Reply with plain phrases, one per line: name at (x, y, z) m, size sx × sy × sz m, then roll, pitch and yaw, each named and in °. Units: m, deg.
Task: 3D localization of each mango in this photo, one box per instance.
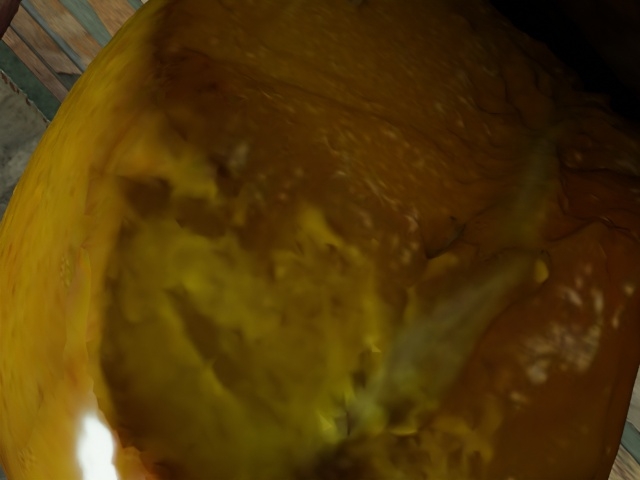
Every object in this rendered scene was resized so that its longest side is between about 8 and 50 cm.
mango at (0.000, 0.000, 0.560) m, size 0.350 × 0.199 × 0.201 m, roll -99°, pitch -3°, yaw -79°

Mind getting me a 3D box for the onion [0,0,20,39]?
onion at (-0.280, -0.235, 0.984) m, size 0.267 × 0.159 × 0.348 m, roll 30°, pitch 168°, yaw 28°
